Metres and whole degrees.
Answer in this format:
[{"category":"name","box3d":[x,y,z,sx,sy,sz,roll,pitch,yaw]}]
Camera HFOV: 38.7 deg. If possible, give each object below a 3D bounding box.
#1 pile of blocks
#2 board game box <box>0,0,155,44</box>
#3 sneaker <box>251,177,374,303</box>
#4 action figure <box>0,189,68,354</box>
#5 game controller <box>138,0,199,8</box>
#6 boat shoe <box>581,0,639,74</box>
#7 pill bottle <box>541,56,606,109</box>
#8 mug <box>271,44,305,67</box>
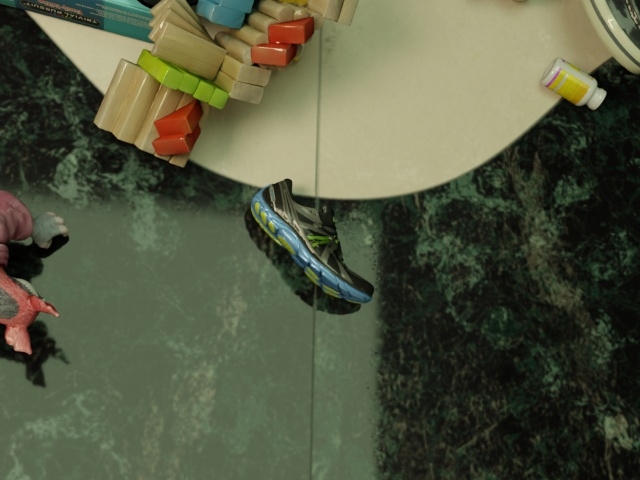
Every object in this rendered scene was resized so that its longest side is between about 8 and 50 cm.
[{"category":"pile of blocks","box3d":[-0.095,-0.227,1.039,0.362,0.113,0.149,-44,130,-6]},{"category":"board game box","box3d":[-0.285,-0.437,1.146,0.254,0.079,0.335,14,71,-10]},{"category":"sneaker","box3d":[0.000,0.000,1.091,0.078,0.067,0.188,-41,84,-15]},{"category":"action figure","box3d":[-0.411,-0.022,0.903,0.370,0.275,0.248,28,63,10]},{"category":"game controller","box3d":[-0.201,-0.426,1.098,0.167,0.067,0.319,-20,80,-33]},{"category":"boat shoe","box3d":[0.463,-0.470,1.278,0.187,0.156,0.499,24,66,-34]},{"category":"pill bottle","box3d":[0.349,-0.213,1.253,0.083,0.043,0.043,31,69,-3]},{"category":"mug","box3d":[-0.051,-0.263,1.160,0.064,0.062,0.078,18,37,0]}]
